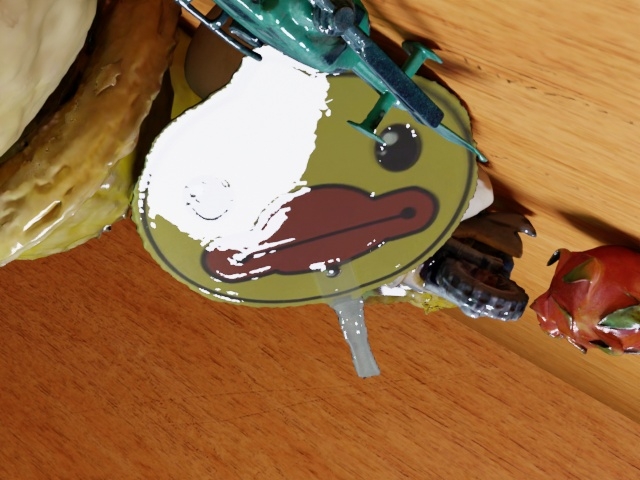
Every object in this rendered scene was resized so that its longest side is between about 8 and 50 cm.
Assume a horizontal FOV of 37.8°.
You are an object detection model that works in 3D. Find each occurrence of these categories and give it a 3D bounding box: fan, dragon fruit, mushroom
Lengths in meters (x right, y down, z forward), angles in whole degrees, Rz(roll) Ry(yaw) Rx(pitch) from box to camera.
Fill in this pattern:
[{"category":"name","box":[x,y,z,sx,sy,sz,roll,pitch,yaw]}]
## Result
[{"category":"fan","box":[0.000,-0.001,0.641,0.335,0.230,0.011,72,-175,-45]},{"category":"dragon fruit","box":[0.214,0.043,0.665,0.086,0.081,0.116,16,165,-41]},{"category":"mushroom","box":[0.012,-0.070,0.646,0.247,0.096,0.108,35,169,-35]}]

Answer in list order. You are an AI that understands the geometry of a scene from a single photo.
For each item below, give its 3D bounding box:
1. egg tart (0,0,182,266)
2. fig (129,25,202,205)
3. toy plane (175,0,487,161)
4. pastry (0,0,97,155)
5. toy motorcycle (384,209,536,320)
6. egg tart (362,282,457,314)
[{"category":"egg tart","box":[-0.191,-0.088,0.652,0.290,0.290,0.115,28,173,47]},{"category":"fig","box":[-0.213,-0.131,0.859,0.230,0.207,0.207,32,177,9]},{"category":"toy plane","box":[0.000,-0.111,0.474,0.235,0.060,0.096,34,176,-42]},{"category":"pastry","box":[-0.309,-0.158,0.451,0.389,0.312,0.388,29,175,3]},{"category":"toy motorcycle","box":[0.107,0.002,0.787,0.130,0.094,0.229,19,-164,2]},{"category":"egg tart","box":[0.079,0.018,1.181,0.297,0.132,0.297,32,-177,-2]}]
